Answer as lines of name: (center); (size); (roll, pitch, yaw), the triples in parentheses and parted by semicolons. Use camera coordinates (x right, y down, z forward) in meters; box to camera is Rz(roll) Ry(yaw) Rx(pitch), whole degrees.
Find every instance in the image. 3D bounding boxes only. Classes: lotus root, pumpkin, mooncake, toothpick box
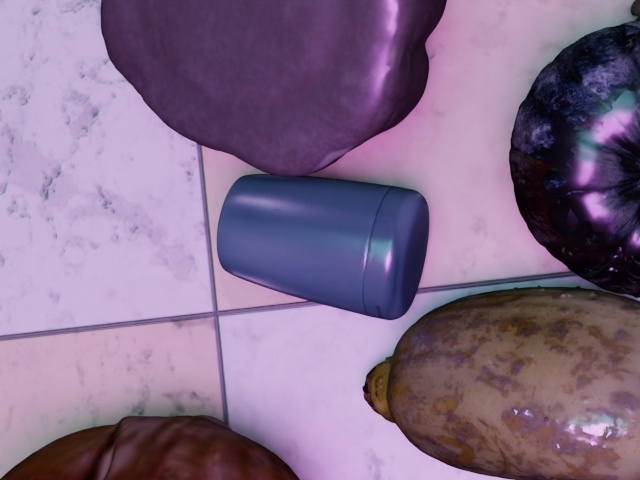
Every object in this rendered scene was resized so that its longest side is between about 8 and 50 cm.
lotus root: (0.166, 0.125, 0.775); (0.309, 0.173, 0.173); (-2, 86, 32)
pumpkin: (0.271, -0.064, 0.760); (0.233, 0.163, 0.233); (2, 108, 6)
mooncake: (-0.041, -0.210, 0.828); (0.305, 0.154, 0.306); (7, 108, 22)
toothpick box: (0.000, 0.000, 0.856); (0.184, 0.120, 0.120); (10, 89, 17)

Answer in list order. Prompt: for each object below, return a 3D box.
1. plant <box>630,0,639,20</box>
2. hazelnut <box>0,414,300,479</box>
plant: (0.318, -0.226, 0.813); (0.085, 0.087, 0.174); (31, 100, 49)
hazelnut: (-0.162, 0.321, 0.789); (0.372, 0.315, 0.373); (-8, 54, 11)
